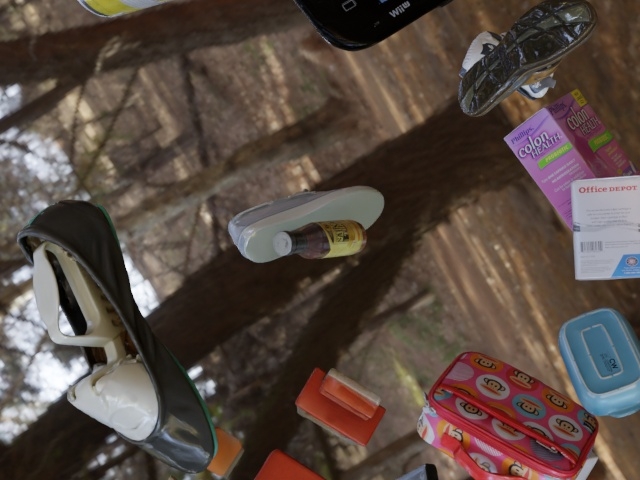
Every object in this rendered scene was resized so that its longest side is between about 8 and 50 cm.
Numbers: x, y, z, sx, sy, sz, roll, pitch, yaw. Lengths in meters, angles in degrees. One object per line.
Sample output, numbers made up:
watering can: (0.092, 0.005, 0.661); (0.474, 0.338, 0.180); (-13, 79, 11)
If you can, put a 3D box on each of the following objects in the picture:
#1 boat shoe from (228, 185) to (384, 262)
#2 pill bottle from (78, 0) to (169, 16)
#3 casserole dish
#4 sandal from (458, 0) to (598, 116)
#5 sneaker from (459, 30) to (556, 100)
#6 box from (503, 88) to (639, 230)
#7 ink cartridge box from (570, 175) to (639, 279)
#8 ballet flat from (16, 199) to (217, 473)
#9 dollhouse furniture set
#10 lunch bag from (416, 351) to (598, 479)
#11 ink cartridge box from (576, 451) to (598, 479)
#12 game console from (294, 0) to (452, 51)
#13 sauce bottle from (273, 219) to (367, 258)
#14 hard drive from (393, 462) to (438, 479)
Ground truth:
boat shoe: (-0.021, -0.039, 1.317); (0.081, 0.227, 0.079); (45, 143, 43)
pill bottle: (-0.199, -0.318, 1.080); (0.184, 0.103, 0.103); (-1, 132, 44)
casserole dish: (0.417, 0.171, 1.407); (0.037, 0.114, 0.188); (56, -164, -45)
sandal: (0.269, -0.230, 1.230); (0.060, 0.219, 0.090); (13, -131, -36)
sneaker: (0.377, -0.333, 1.852); (0.153, 0.094, 0.235); (31, -156, 22)
box: (0.539, -0.176, 2.028); (0.243, 0.117, 0.213); (54, -142, 5)
ink cartridge box: (0.559, -0.021, 1.844); (0.082, 0.139, 0.191); (19, -111, -73)
ballet flat: (-0.195, 0.097, 0.863); (0.096, 0.095, 0.281); (-22, -99, -52)
dollhouse furniture set: (-0.031, 0.284, 1.128); (0.262, 0.259, 0.135); (31, 164, 3)
lunch bag: (0.322, 0.339, 1.690); (0.293, 0.120, 0.258); (27, -148, 20)
ink cartridge box: (0.400, 0.425, 2.044); (0.226, 0.131, 0.306); (3, -151, -45)
game console: (0.143, -0.246, 0.682); (0.213, 0.361, 0.044); (53, 170, 23)
sauce bottle: (0.000, 0.000, 1.035); (0.128, 0.042, 0.042); (-8, -118, -53)
hard drive: (0.115, 0.363, 1.271); (0.022, 0.135, 0.094); (13, -125, -29)
